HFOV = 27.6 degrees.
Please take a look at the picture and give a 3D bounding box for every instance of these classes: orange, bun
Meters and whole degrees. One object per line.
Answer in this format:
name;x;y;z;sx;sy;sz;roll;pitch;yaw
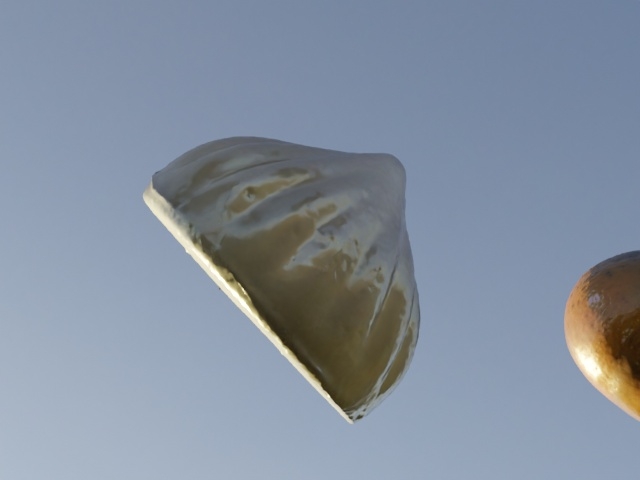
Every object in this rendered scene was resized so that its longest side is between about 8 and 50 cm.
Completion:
orange;0.394;0.109;1.462;0.240;0.240;0.171;19;-64;-22
bun;0.000;0.000;1.035;0.175;0.263;0.263;-43;-51;-4
